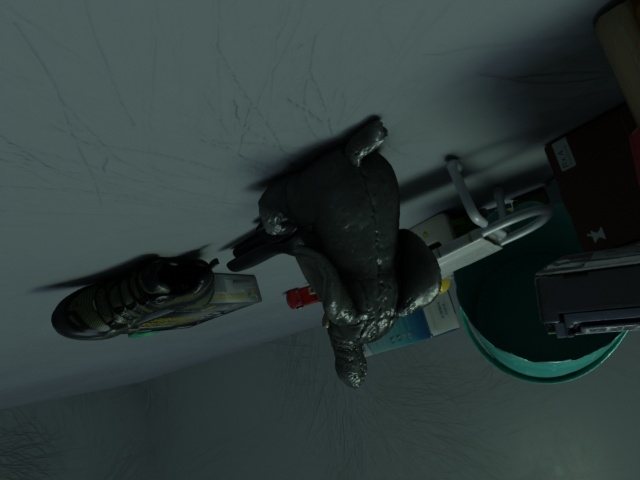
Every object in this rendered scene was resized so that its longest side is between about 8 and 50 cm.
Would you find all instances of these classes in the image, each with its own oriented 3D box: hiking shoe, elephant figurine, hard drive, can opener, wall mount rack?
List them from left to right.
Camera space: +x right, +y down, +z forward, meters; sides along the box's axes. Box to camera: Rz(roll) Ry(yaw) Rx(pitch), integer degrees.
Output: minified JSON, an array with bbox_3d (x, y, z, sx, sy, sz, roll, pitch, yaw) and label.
[{"bbox_3d":[-0.253,0.065,0.797,0.227,0.086,0.114,-17,156,-26],"label":"hiking shoe"},{"bbox_3d":[-0.070,0.001,0.804,0.186,0.073,0.059,-25,-156,48],"label":"can opener"},{"bbox_3d":[0.044,0.033,0.619,0.169,0.239,0.186,-20,168,18],"label":"elephant figurine"},{"bbox_3d":[0.170,-0.006,0.880,0.350,0.130,0.304,-28,161,24],"label":"wall mount rack"},{"bbox_3d":[0.356,0.034,0.585,0.237,0.064,0.339,-10,177,26],"label":"hard drive"}]

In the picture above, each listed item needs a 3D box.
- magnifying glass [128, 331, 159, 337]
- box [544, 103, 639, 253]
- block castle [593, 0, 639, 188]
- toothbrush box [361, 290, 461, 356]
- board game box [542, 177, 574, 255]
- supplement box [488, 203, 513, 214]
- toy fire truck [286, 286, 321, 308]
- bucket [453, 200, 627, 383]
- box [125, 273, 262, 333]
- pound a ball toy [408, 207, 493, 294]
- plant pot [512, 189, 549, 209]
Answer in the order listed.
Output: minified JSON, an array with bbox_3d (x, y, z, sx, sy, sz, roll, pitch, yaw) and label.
[{"bbox_3d":[-0.372,0.185,1.273,0.092,0.026,0.231,-11,166,-25],"label":"magnifying glass"},{"bbox_3d":[0.457,-0.091,0.793,0.203,0.168,0.167,-9,167,-37],"label":"box"},{"bbox_3d":[0.442,-0.162,0.347,0.453,0.213,0.303,-17,168,0],"label":"block castle"},{"bbox_3d":[0.201,0.179,1.565,0.126,0.216,0.295,-6,163,-40],"label":"toothbrush box"},{"bbox_3d":[0.575,-0.086,1.042,0.275,0.142,0.144,-13,168,-17],"label":"board game box"},{"bbox_3d":[0.375,-0.022,1.204,0.056,0.083,0.083,-18,167,1],"label":"supplement box"},{"bbox_3d":[0.004,0.123,1.448,0.192,0.047,0.135,-16,168,-1],"label":"toy fire truck"},{"bbox_3d":[0.366,0.095,0.956,0.281,0.281,0.183,-19,148,12],"label":"bucket"},{"bbox_3d":[-0.241,0.114,1.051,0.183,0.056,0.231,-20,168,19],"label":"box"},{"bbox_3d":[0.179,0.057,1.174,0.208,0.136,0.319,-8,165,-35],"label":"pound a ball toy"},{"bbox_3d":[0.433,-0.065,1.129,0.079,0.083,0.083,-40,157,33],"label":"plant pot"}]
